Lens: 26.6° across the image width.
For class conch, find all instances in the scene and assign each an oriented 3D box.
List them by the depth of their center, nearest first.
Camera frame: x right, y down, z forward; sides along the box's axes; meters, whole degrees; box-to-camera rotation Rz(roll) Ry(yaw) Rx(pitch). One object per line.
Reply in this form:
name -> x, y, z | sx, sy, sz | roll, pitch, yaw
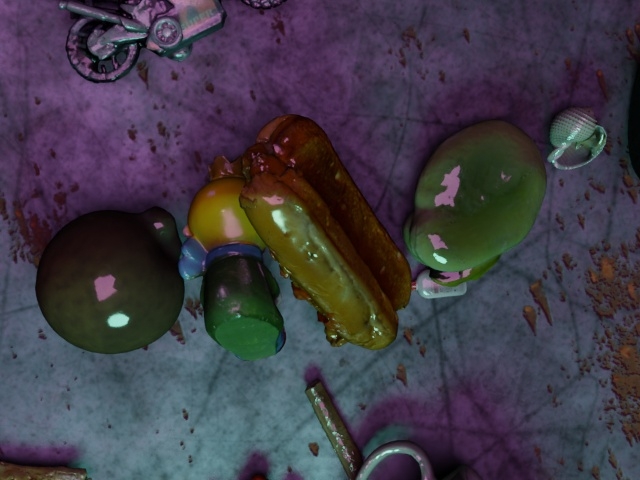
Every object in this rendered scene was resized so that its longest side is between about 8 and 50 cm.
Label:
conch -> 0.331, -0.137, 1.768 | 0.076, 0.056, 0.085 | 28, 125, -25

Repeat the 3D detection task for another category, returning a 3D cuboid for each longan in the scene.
longan -> -0.253, 0.045, 1.689 | 0.185, 0.159, 0.204 | 39, 84, -17

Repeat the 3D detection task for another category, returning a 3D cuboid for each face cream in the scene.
face cream -> 0.151, 0.057, 1.795 | 0.083, 0.021, 0.040 | -5, 98, -5

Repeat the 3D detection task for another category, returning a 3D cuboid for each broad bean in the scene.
broad bean -> 0.201, -0.046, 1.749 | 0.169, 0.100, 0.227 | 20, 94, -14

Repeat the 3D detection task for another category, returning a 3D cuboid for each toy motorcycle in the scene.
toy motorcycle -> -0.190, -0.317, 1.675 | 0.307, 0.108, 0.173 | -24, 91, 0

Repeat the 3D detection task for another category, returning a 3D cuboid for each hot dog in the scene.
hot dog -> 0.000, 0.000, 1.666 | 0.117, 0.158, 0.349 | -6, 139, 30

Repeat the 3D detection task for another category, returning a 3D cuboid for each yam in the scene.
yam -> 0.021, 0.254, 1.806 | 0.032, 0.032, 0.145 | -27, 100, -1

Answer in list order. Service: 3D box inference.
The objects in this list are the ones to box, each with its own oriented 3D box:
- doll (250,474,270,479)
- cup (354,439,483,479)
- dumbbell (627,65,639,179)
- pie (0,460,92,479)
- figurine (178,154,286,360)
doll -> -0.108, 0.433, 1.800 | 0.142, 0.076, 0.245 | 30, 90, -9
cup -> 0.124, 0.417, 1.757 | 0.257, 0.227, 0.301 | -33, 82, 4
dumbbell -> 0.572, -0.153, 1.712 | 0.323, 0.204, 0.203 | 3, 98, -6
pie -> -0.435, 0.346, 1.754 | 0.283, 0.068, 0.128 | 2, 74, 0
figurine -> -0.102, 0.022, 1.727 | 0.127, 0.185, 0.234 | -20, 61, 9
